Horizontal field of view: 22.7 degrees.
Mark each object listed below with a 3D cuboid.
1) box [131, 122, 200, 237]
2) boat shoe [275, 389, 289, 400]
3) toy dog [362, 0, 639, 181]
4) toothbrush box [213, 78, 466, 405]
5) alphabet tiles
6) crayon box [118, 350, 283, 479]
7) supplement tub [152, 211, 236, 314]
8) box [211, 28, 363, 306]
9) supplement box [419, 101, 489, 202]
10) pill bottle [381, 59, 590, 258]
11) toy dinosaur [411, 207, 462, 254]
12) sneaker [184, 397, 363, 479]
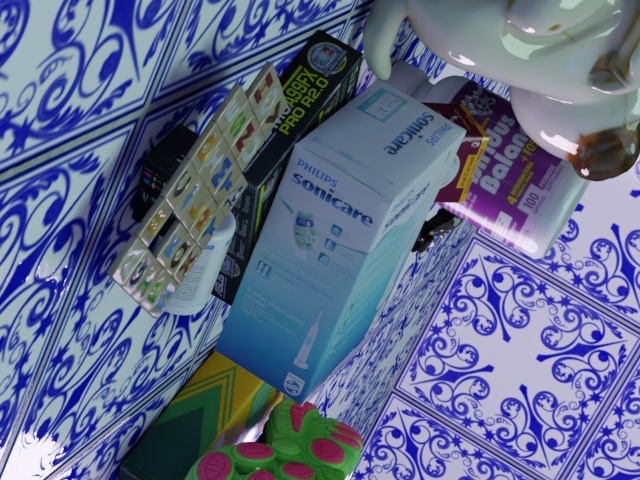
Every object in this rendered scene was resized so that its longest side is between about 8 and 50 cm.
[{"bbox_3d":[-0.131,-0.052,1.461,0.062,0.052,0.083,-49,164,-43],"label":"box"},{"bbox_3d":[-0.065,0.202,2.384,0.228,0.081,0.069,-54,167,-62],"label":"boat shoe"},{"bbox_3d":[0.288,-0.244,1.907,0.395,0.284,0.408,-42,136,4],"label":"toy dog"},{"bbox_3d":[0.022,0.000,1.772,0.216,0.126,0.296,-43,161,-53],"label":"toothbrush box"},{"bbox_3d":[-0.103,-0.046,1.441,0.237,0.009,0.198,-56,168,-8],"label":"alphabet tiles"},{"bbox_3d":[-0.152,0.256,2.109,0.323,0.083,0.203,-50,166,-38],"label":"crayon box"},{"bbox_3d":[-0.131,0.014,1.588,0.071,0.071,0.107,-44,162,-54],"label":"supplement tub"},{"bbox_3d":[-0.046,-0.073,1.770,0.216,0.060,0.270,-53,167,-28],"label":"box"},{"bbox_3d":[0.099,-0.110,1.978,0.188,0.081,0.104,0,127,-26],"label":"supplement box"},{"bbox_3d":[0.206,-0.117,2.139,0.169,0.301,0.169,-57,169,-17],"label":"pill bottle"},{"bbox_3d":[0.192,-0.099,2.312,0.218,0.164,0.322,-31,-162,-5],"label":"toy dinosaur"},{"bbox_3d":[-0.068,0.354,2.050,0.202,0.185,0.483,-66,167,13],"label":"sneaker"}]
